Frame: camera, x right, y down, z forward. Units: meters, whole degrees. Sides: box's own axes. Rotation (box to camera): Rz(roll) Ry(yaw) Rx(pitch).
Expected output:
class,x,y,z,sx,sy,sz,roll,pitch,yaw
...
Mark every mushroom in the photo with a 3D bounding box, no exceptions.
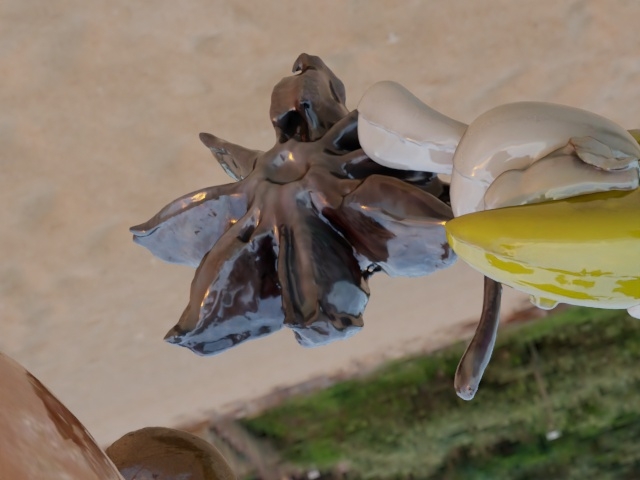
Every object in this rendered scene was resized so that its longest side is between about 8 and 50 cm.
class,x,y,z,sx,sy,sz,roll,pitch,yaw
mushroom,-0.125,0.206,1.142,0.123,0.123,0.052,-19,175,-2

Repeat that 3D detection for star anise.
class,x,y,z,sx,sy,sz,roll,pitch,yaw
star anise,0.000,0.000,1.120,0.316,0.359,0.139,-17,136,27

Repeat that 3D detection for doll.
class,x,y,z,sx,sy,sz,roll,pitch,yaw
doll,0.155,-0.025,0.897,0.252,0.111,0.237,6,-152,-8

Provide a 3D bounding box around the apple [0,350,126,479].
class,x,y,z,sx,sy,sz,roll,pitch,yaw
apple,-0.145,0.136,0.345,0.252,0.271,0.206,-27,-140,-20
